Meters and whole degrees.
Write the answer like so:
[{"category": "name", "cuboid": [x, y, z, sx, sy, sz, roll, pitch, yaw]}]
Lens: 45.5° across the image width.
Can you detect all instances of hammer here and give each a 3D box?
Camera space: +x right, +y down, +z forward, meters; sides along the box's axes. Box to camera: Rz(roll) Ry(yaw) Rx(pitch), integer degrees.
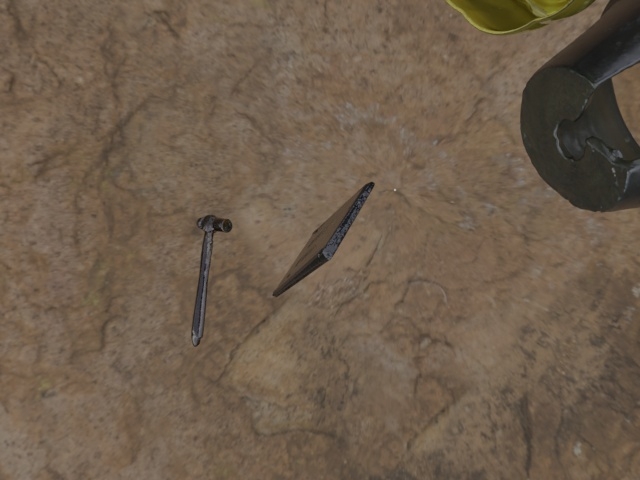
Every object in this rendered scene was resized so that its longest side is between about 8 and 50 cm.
[{"category": "hammer", "cuboid": [-0.154, 0.053, 1.018, 0.065, 0.021, 0.178, 0, 80, 45]}]

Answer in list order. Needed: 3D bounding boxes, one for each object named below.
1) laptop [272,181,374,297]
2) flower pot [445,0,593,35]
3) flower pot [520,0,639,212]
[{"category": "laptop", "cuboid": [0.000, 0.000, 1.031, 0.016, 0.197, 0.135, 37, 60, -8]}, {"category": "flower pot", "cuboid": [0.262, -0.341, 0.919, 0.195, 0.179, 0.195, 7, 102, 34]}, {"category": "flower pot", "cuboid": [0.451, -0.181, 1.109, 0.251, 0.379, 0.379, -25, 91, -17]}]
